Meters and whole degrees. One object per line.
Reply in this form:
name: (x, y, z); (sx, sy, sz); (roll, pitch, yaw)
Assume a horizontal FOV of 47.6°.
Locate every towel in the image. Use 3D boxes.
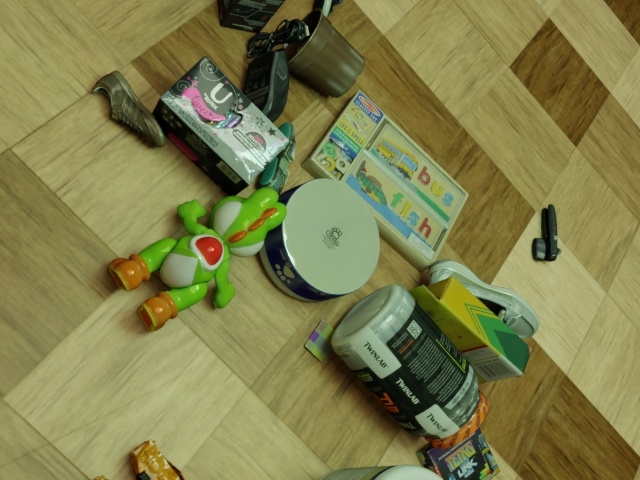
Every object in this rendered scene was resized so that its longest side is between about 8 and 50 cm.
towel: (0.005, 0.222, 1.607); (0.060, 0.009, 0.083); (45, 57, -11)

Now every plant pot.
plant pot: (0.009, -0.444, 1.763); (0.165, 0.167, 0.167); (33, 59, -26)

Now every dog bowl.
dog bowl: (0.000, 0.000, 1.609); (0.265, 0.104, 0.265); (9, 74, -33)

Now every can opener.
can opener: (0.648, -0.022, 2.054); (0.073, 0.059, 0.186); (25, 62, -21)

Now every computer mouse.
computer mouse: (-0.112, -0.365, 1.668); (0.072, 0.188, 0.272); (27, 68, -41)

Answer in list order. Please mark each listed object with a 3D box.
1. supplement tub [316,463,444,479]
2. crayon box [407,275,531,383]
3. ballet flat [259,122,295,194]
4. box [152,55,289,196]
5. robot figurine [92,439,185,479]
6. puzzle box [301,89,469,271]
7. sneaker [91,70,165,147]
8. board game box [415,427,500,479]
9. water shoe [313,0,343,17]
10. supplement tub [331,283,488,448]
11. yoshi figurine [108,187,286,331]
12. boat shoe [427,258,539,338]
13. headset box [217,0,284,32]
supplement tub: (0.093, 0.543, 1.358); (0.228, 0.316, 0.228); (11, 67, -28)
crayon box: (0.303, 0.201, 1.678); (0.318, 0.202, 0.081); (42, 56, -13)
ballet flat: (-0.092, -0.183, 1.669); (0.070, 0.070, 0.188); (29, 62, -20)
box: (-0.213, -0.235, 1.528); (0.247, 0.163, 0.142); (44, 70, -11)
robot figurine: (-0.282, 0.514, 1.283); (0.211, 0.085, 0.291); (-33, 91, -35)
puzzle box: (0.175, -0.150, 1.817); (0.409, 0.052, 0.272); (40, 56, -13)
sneaker: (-0.399, -0.261, 1.512); (0.071, 0.066, 0.188); (-36, 88, -18)
board game box: (0.319, 0.511, 1.672); (0.170, 0.048, 0.141); (-24, 87, -35)
water shoe: (0.038, -0.649, 1.899); (0.080, 0.073, 0.203); (23, 63, -25)
supplement tub: (0.200, 0.278, 1.582); (0.338, 0.207, 0.207); (49, 56, -9)
yoshi figurine: (-0.234, 0.019, 1.469); (0.362, 0.204, 0.203); (-35, 52, -21)
boat shoe: (0.395, 0.162, 1.765); (0.320, 0.118, 0.103); (32, 43, -16)
headset box: (-0.136, -0.651, 1.659); (0.110, 0.293, 0.218); (2, 71, -31)
